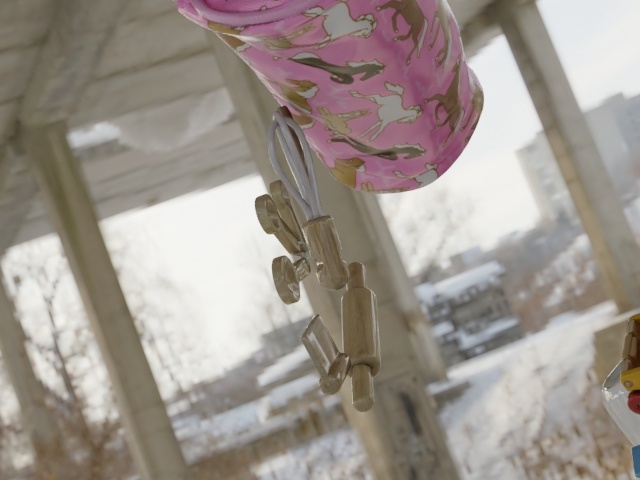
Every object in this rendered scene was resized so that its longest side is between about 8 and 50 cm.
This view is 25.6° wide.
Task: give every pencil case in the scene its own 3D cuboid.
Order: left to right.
[{"bbox_3d":[0.018,-0.162,1.141,0.160,0.167,0.386,-58,-25,-5],"label":"pencil case"}]

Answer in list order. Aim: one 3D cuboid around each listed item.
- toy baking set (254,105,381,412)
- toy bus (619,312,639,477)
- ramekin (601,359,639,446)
[{"bbox_3d":[0.003,0.006,1.103,0.030,0.197,0.256,-17,34,13],"label":"toy baking set"},{"bbox_3d":[0.376,0.154,1.373,0.104,0.191,0.202,-22,-16,33],"label":"toy bus"},{"bbox_3d":[0.406,0.149,1.552,0.207,0.109,0.207,-43,-5,-5],"label":"ramekin"}]
